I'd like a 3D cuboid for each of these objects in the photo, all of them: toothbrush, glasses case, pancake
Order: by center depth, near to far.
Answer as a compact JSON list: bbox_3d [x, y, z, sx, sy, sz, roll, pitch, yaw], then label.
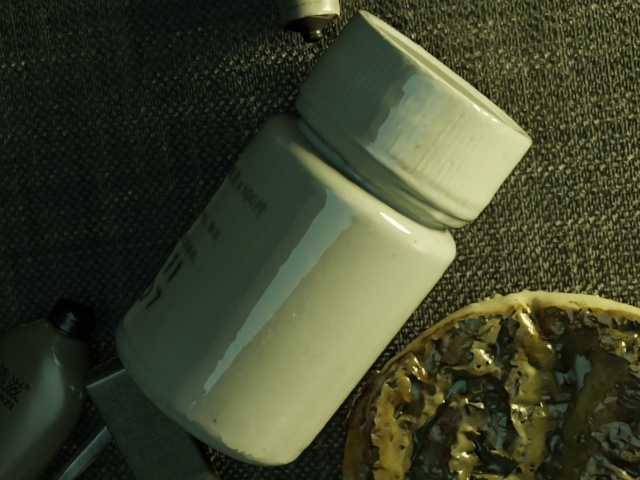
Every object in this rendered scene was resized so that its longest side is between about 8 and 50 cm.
[{"bbox_3d":[0.199,0.229,1.327,0.382,0.071,0.382,1,97,10],"label":"pancake"},{"bbox_3d":[-0.149,0.203,1.373,0.070,0.047,0.205,-26,106,0],"label":"glasses case"},{"bbox_3d":[-0.254,0.235,1.388,0.037,0.028,0.375,43,86,-8],"label":"toothbrush"}]

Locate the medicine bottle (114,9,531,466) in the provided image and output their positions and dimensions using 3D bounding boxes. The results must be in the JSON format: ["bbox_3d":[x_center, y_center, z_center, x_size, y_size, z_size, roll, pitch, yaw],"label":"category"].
[{"bbox_3d":[0.000,0.000,1.269,0.211,0.211,0.371,38,101,4],"label":"medicine bottle"}]

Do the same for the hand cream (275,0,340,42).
[{"bbox_3d":[-0.024,-0.275,1.328,0.087,0.054,0.186,-13,87,7],"label":"hand cream"}]

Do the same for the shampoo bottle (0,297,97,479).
[{"bbox_3d":[-0.296,0.170,1.403,0.127,0.078,0.257,38,101,33],"label":"shampoo bottle"}]
